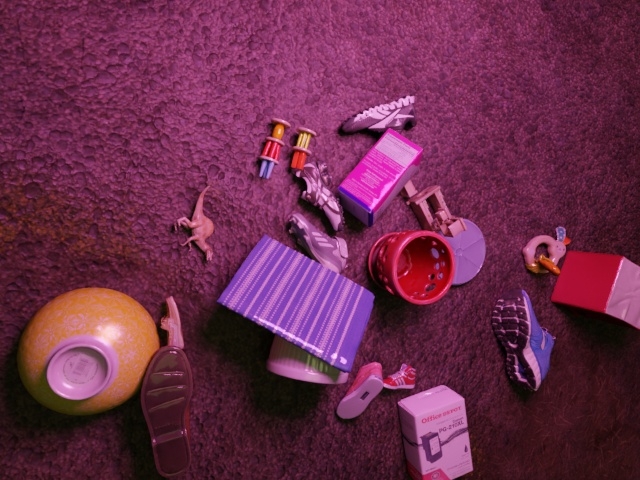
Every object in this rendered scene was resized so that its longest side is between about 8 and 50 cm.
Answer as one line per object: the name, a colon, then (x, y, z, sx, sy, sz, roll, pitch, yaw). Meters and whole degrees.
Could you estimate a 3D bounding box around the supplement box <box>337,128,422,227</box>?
supplement box: (0.157, -0.164, 1.111, 0.114, 0.111, 0.220, 39, 79, 16)

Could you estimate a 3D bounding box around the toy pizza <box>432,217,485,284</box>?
toy pizza: (0.408, 0.033, 1.274, 0.201, 0.032, 0.201, -2, 96, -19)

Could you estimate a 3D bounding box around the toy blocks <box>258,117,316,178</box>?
toy blocks: (-0.087, -0.217, 1.066, 0.123, 0.054, 0.148, 17, 88, -9)

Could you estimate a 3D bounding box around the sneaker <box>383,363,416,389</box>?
sneaker: (0.228, 0.395, 1.231, 0.118, 0.042, 0.067, 8, 95, -27)

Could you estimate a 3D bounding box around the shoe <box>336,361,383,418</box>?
shoe: (0.112, 0.419, 1.184, 0.063, 0.081, 0.178, 36, 111, -6)

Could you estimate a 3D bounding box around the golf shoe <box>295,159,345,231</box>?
golf shoe: (-0.001, -0.108, 1.108, 0.094, 0.077, 0.198, -22, 95, -5)

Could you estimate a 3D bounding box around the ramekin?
ramekin: (-0.026, 0.279, 1.055, 0.207, 0.207, 0.109, 13, 81, -19)

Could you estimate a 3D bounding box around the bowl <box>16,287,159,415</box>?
bowl: (-0.502, 0.255, 0.910, 0.289, 0.156, 0.289, -1, 94, -19)

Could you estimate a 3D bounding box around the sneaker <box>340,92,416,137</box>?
sneaker: (0.169, -0.314, 1.141, 0.234, 0.078, 0.106, -23, 99, -18)

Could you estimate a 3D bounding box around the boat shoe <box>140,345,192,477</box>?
boat shoe: (-0.361, 0.386, 0.992, 0.110, 0.104, 0.307, 1, 96, -21)

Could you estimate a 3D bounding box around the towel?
towel: (-0.042, 0.143, 1.009, 0.336, 0.040, 0.243, 29, 45, -1)

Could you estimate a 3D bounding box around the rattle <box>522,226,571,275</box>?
rattle: (0.760, 0.028, 1.343, 0.199, 0.143, 0.130, -21, 82, -10)

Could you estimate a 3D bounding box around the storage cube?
storage cube: (0.918, 0.159, 1.374, 0.183, 0.193, 0.215, 23, 85, -19)

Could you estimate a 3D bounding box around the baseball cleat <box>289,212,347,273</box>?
baseball cleat: (0.000, 0.000, 1.120, 0.109, 0.072, 0.206, -39, 110, -27)

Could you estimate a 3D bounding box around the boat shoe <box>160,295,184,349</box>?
boat shoe: (-0.358, 0.201, 1.011, 0.045, 0.050, 0.135, -11, 97, -24)

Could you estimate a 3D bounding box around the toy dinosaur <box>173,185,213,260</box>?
toy dinosaur: (-0.303, -0.039, 1.022, 0.092, 0.053, 0.183, -11, 105, -34)

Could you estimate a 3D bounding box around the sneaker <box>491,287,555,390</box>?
sneaker: (0.651, 0.300, 1.344, 0.147, 0.130, 0.330, -23, 105, -31)

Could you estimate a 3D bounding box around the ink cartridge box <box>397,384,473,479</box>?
ink cartridge box: (0.340, 0.578, 1.252, 0.172, 0.100, 0.237, -12, 98, -19)

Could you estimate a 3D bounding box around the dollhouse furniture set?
dollhouse furniture set: (0.321, -0.114, 1.164, 0.101, 0.161, 0.182, -34, 105, -14)

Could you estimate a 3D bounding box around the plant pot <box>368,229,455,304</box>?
plant pot: (0.237, 0.065, 1.141, 0.191, 0.174, 0.191, -1, 94, -18)
